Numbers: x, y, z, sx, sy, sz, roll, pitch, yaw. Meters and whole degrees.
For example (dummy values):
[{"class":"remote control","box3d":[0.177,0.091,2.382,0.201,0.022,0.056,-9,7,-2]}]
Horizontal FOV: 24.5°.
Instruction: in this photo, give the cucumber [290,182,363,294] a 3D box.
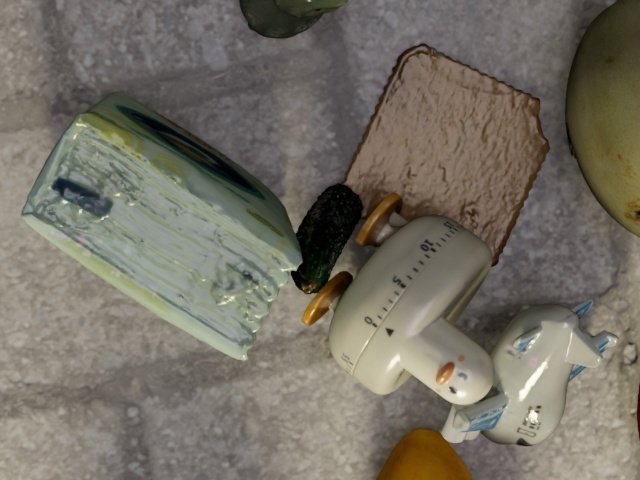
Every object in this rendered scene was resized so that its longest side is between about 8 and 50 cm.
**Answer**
[{"class":"cucumber","box3d":[0.000,0.000,1.742,0.067,0.293,0.067,3,108,9]}]

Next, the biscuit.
[{"class":"biscuit","box3d":[0.166,-0.105,1.885,0.232,0.013,0.237,24,96,-7]}]

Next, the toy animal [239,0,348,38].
[{"class":"toy animal","box3d":[-0.025,-0.299,1.722,0.125,0.251,0.127,1,97,-9]}]

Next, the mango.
[{"class":"mango","box3d":[0.158,0.413,1.872,0.199,0.201,0.350,-16,91,-32]}]

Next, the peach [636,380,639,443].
[{"class":"peach","box3d":[0.608,0.181,1.846,0.416,0.353,0.339,-33,111,-42]}]

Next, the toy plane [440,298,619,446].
[{"class":"toy plane","box3d":[0.262,0.170,1.829,0.267,0.267,0.122,-38,67,1]}]

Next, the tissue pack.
[{"class":"tissue pack","box3d":[-0.172,-0.032,1.676,0.287,0.388,0.162,34,95,-9]}]

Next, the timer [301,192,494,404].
[{"class":"timer","box3d":[0.127,0.091,1.788,0.240,0.233,0.233,38,93,12]}]

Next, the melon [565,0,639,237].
[{"class":"melon","box3d":[0.425,-0.156,1.775,0.268,0.268,0.330,-17,91,-3]}]
